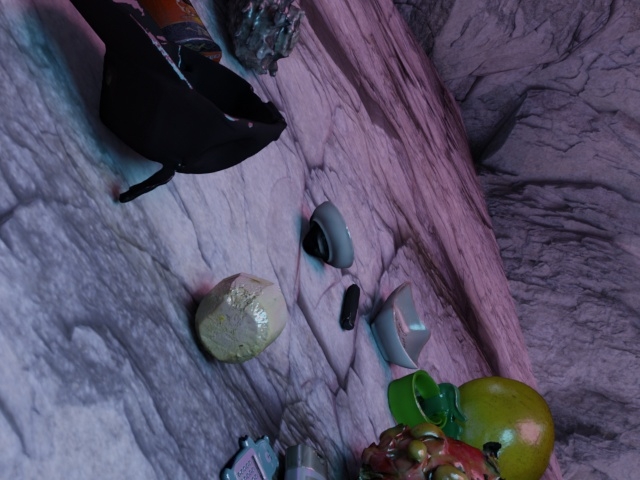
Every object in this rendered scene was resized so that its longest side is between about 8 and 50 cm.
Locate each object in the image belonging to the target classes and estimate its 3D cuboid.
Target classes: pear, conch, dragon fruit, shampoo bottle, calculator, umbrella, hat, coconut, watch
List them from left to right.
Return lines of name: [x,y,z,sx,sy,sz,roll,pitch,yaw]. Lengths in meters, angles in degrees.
hat: [-0.237,-0.185,1.093,0.336,0.209,0.238,34,16,-30]
coconut: [-0.108,0.106,1.150,0.116,0.116,0.122,66,19,-7]
calculator: [-0.092,0.318,1.122,0.094,0.019,0.141,65,21,-3]
conch: [-0.104,-0.451,1.630,0.313,0.186,0.240,-112,-163,-57]
shampoo bottle: [-0.020,0.410,1.162,0.086,0.056,0.227,53,26,-40]
umbrella: [0.063,0.139,1.669,0.036,0.031,0.133,58,24,-23]
watch: [0.225,0.364,1.744,0.152,0.131,0.165,26,47,-48]
dragon fruit: [0.190,0.436,1.396,0.250,0.269,0.291,-97,161,-57]
pear: [0.409,0.456,1.901,0.294,0.294,0.294,52,27,-39]

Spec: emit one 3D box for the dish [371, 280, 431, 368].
dish: [0.176,0.195,1.835,0.151,0.077,0.212,68,20,-9]

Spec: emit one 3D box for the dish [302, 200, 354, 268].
dish: [0.000,0.000,1.602,0.141,0.078,0.141,56,-22,38]

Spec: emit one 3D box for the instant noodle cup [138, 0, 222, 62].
instant noodle cup: [-0.233,-0.326,1.261,0.127,0.127,0.135,16,48,-65]
